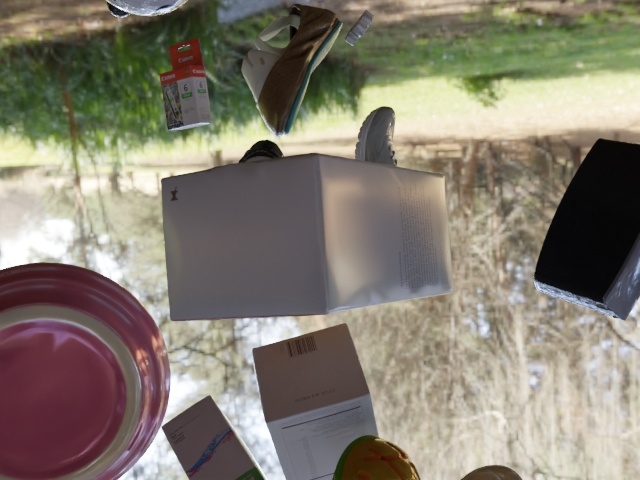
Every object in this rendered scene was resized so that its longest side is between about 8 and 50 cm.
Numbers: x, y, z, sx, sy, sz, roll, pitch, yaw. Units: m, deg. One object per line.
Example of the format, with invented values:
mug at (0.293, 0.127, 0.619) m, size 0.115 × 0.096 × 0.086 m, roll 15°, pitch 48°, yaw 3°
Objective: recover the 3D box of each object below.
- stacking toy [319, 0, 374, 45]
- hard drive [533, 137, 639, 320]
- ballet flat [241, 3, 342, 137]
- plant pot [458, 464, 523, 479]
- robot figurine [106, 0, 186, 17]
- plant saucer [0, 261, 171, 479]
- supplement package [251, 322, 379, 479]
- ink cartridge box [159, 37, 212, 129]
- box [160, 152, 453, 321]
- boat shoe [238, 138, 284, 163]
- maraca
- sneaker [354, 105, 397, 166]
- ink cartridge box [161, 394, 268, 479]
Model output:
stacking toy at (0.029, -0.424, 1.225) m, size 0.167 × 0.221 × 0.052 m, roll 34°, pitch 147°, yaw -12°
hard drive at (0.418, -0.027, 1.147) m, size 0.054 × 0.255 × 0.172 m, roll 29°, pitch 176°, yaw -38°
ballet flat at (-0.061, -0.308, 1.359) m, size 0.124 × 0.342 × 0.116 m, roll 25°, pitch 140°, yaw -4°
plant pot at (0.277, 0.506, 1.394) m, size 0.236 × 0.236 × 0.032 m, roll -6°, pitch -172°, yaw -31°
robot figurine at (-0.222, -0.425, 1.081) m, size 0.173 × 0.209 × 0.278 m, roll -1°, pitch -136°, yaw 8°
plant saucer at (-0.360, 0.197, 1.030) m, size 0.332 × 0.332 × 0.084 m, roll -4°, pitch -171°, yaw -15°
supplement package at (0.004, 0.257, 1.082) m, size 0.139 × 0.244 × 0.134 m, roll -14°, pitch -141°, yaw -3°
ink cartridge box at (-0.185, -0.210, 1.066) m, size 0.062 × 0.115 × 0.029 m, roll -5°, pitch -174°, yaw 37°
box at (0.000, 0.000, 0.984) m, size 0.215 × 0.168 × 0.345 m, roll -6°, pitch 177°, yaw 31°
boat shoe at (-0.102, -0.021, 1.308) m, size 0.114 × 0.303 × 0.091 m, roll 13°, pitch -145°, yaw -6°
maraca at (0.061, 0.312, 0.917) m, size 0.099 × 0.127 × 0.186 m, roll -40°, pitch -162°, yaw 40°
sneaker at (0.133, -0.141, 1.617) m, size 0.121 × 0.263 × 0.099 m, roll 14°, pitch -177°, yaw 31°
ink cartridge box at (-0.164, 0.454, 1.476) m, size 0.117 × 0.201 × 0.278 m, roll -33°, pitch -139°, yaw -12°
